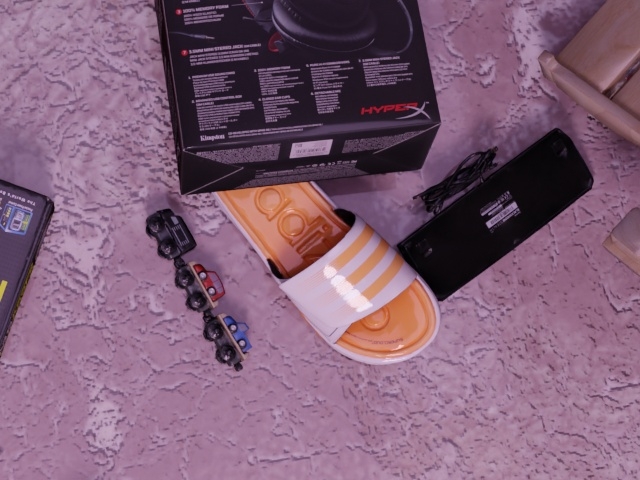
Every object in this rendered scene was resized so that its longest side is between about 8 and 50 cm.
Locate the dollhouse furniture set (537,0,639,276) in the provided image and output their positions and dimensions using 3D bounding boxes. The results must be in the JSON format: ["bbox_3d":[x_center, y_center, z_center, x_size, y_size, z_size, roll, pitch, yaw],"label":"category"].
[{"bbox_3d":[0.314,-0.109,1.481,0.303,0.174,0.355,-46,65,-4],"label":"dollhouse furniture set"}]

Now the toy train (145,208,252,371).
[{"bbox_3d":[-0.103,0.042,1.417,0.036,0.027,0.158,-28,88,-21],"label":"toy train"}]

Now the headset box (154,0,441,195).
[{"bbox_3d":[-0.032,-0.202,1.389,0.218,0.110,0.293,-7,72,-9],"label":"headset box"}]

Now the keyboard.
[{"bbox_3d":[0.151,-0.037,1.464,0.192,0.038,0.100,-36,113,-11],"label":"keyboard"}]

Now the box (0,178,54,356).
[{"bbox_3d":[-0.386,0.022,1.363,0.270,0.060,0.216,20,81,-5],"label":"box"}]

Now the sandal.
[{"bbox_3d":[-0.008,0.007,1.402,0.265,0.076,0.102,45,90,1],"label":"sandal"}]
